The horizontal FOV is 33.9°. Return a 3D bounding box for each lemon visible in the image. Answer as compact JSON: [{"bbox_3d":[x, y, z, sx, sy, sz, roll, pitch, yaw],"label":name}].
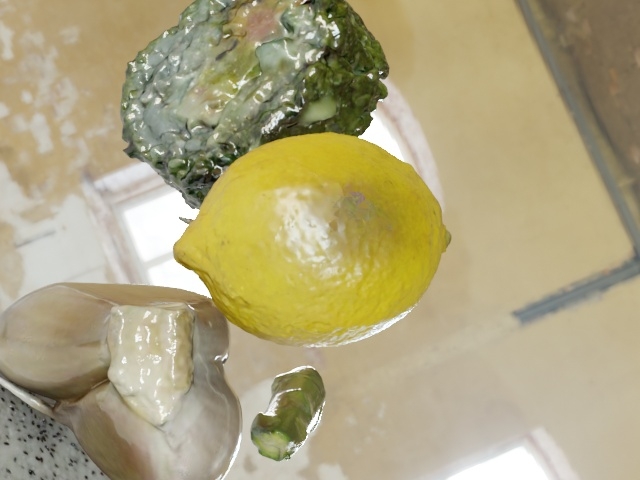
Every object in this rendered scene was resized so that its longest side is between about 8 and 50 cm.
[{"bbox_3d":[0.000,0.000,0.911,0.188,0.257,0.188,175,-90,-70],"label":"lemon"}]

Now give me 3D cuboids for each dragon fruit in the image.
[{"bbox_3d":[-0.366,0.262,1.209,0.290,0.189,0.290,38,32,-28],"label":"dragon fruit"}]

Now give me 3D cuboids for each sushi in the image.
[{"bbox_3d":[-0.084,-0.193,1.381,0.294,0.352,0.178,50,4,39],"label":"sushi"}]

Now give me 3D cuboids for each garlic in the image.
[{"bbox_3d":[-0.225,0.158,1.081,0.246,0.340,0.231,-4,92,-60],"label":"garlic"}]

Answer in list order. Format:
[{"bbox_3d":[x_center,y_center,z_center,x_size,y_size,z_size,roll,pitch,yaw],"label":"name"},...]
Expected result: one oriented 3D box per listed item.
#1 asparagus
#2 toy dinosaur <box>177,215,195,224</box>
[{"bbox_3d":[-0.043,0.238,1.419,0.343,0.082,0.085,-53,158,-81],"label":"asparagus"},{"bbox_3d":[-0.074,-0.004,1.684,0.077,0.294,0.162,-66,-158,16],"label":"toy dinosaur"}]
